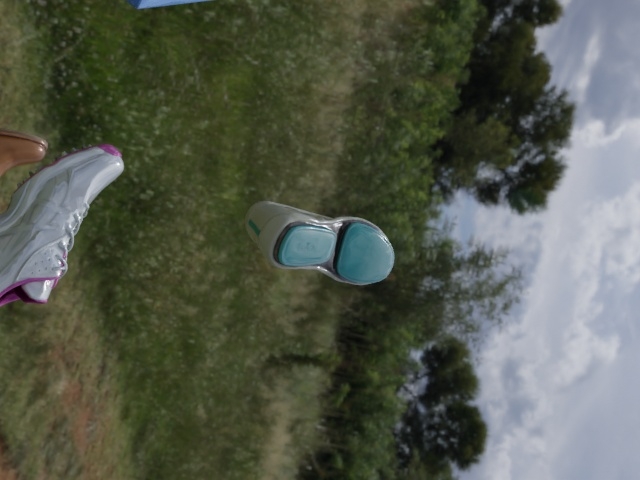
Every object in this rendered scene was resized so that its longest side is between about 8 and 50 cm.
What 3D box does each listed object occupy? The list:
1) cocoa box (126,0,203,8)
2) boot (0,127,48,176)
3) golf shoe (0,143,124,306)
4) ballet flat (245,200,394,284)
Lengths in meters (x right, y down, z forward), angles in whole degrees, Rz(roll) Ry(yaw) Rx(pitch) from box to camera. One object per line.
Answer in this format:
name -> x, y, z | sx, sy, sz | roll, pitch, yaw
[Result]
cocoa box -> -0.212, -0.543, 1.067 | 0.347, 0.228, 0.231 | -55, 172, 31
boot -> -0.589, -0.072, 1.272 | 0.109, 0.283, 0.220 | -27, -104, 49
golf shoe -> -0.354, 0.000, 0.945 | 0.306, 0.140, 0.115 | -43, 178, -23
ballet flat -> 0.000, 0.000, 0.911 | 0.248, 0.086, 0.086 | 17, 84, -54
